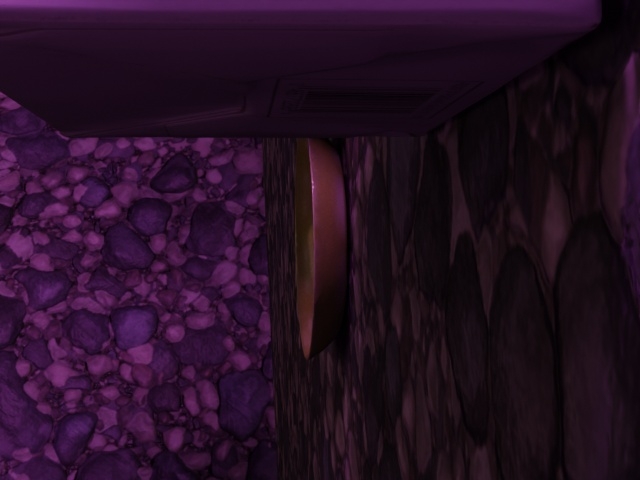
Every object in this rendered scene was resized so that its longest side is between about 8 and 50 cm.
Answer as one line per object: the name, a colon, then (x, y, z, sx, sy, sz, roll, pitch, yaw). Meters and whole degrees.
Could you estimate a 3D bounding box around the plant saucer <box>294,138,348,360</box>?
plant saucer: (0.000, 0.000, 1.198, 0.241, 0.037, 0.240, 179, 90, -85)

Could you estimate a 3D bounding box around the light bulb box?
light bulb box: (-0.036, -0.240, 0.530, 0.358, 0.225, 0.360, 179, 91, -85)
